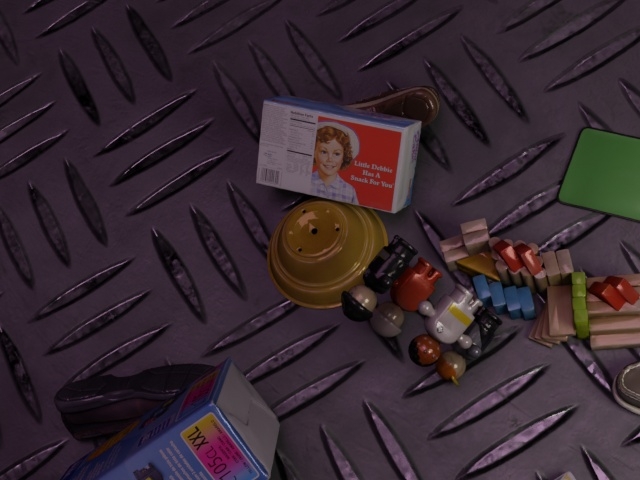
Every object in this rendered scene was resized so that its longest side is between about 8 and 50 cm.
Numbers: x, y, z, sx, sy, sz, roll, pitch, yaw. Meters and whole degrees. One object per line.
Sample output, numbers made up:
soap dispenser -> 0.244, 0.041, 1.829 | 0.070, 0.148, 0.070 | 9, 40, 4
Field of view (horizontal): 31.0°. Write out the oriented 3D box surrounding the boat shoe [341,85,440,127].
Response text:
boat shoe -> 0.095, -0.213, 2.045 | 0.258, 0.095, 0.095 | -12, 21, 23

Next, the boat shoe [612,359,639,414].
boat shoe -> 0.583, 0.204, 1.687 | 0.305, 0.091, 0.109 | -2, 65, 16

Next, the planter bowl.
planter bowl -> 0.000, 0.000, 1.960 | 0.217, 0.090, 0.217 | -7, 63, 13

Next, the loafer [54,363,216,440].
loafer -> -0.292, 0.274, 1.930 | 0.303, 0.095, 0.109 | -7, 22, 11

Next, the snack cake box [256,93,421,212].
snack cake box -> 0.029, -0.152, 1.977 | 0.265, 0.089, 0.152 | 14, 109, 20

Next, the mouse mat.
mouse mat -> 0.502, -0.107, 1.908 | 0.190, 0.007, 0.152 | 16, 71, 22

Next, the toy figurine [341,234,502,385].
toy figurine -> 0.156, 0.116, 1.792 | 0.209, 0.213, 0.148 | 40, 91, 25

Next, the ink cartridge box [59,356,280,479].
ink cartridge box -> -0.265, 0.368, 1.736 | 0.395, 0.270, 0.151 | -36, 96, 6

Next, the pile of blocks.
pile of blocks -> 0.339, 0.070, 1.812 | 0.362, 0.112, 0.148 | 19, 72, 24

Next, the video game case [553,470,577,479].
video game case -> 0.340, 0.482, 1.667 | 0.206, 0.026, 0.227 | -33, 61, 0
